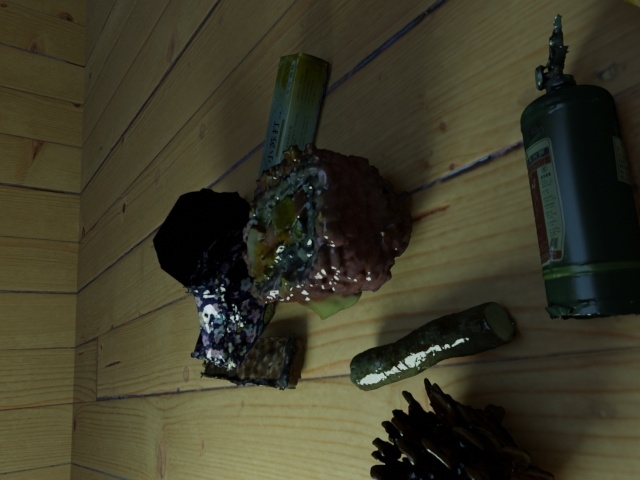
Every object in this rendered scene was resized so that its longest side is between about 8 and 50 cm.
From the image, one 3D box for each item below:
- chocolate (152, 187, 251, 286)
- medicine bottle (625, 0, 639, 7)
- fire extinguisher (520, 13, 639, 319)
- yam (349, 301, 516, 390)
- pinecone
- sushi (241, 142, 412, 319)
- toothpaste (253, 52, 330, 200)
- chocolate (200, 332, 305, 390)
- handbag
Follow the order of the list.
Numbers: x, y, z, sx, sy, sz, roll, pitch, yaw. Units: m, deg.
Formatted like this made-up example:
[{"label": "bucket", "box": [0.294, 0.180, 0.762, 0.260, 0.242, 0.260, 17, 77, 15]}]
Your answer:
[{"label": "chocolate", "box": [-0.208, -0.016, 1.096, 0.224, 0.206, 0.177, -52, 2, 22]}, {"label": "medicine bottle", "box": [0.337, -0.220, 0.304, 0.395, 0.242, 0.243, 54, 127, 30]}, {"label": "fire extinguisher", "box": [0.252, -0.071, 0.502, 0.093, 0.118, 0.295, -7, 77, 16]}, {"label": "yam", "box": [0.133, 0.140, 0.654, 0.252, 0.061, 0.061, -36, 57, 44]}, {"label": "pinecone", "box": [0.132, 0.273, 0.548, 0.213, 0.168, 0.185, -68, 24, 0]}, {"label": "sushi", "box": [0.000, 0.000, 0.762, 0.270, 0.170, 0.237, -30, 62, 50]}, {"label": "toothpaste", "box": [-0.059, -0.185, 0.952, 0.089, 0.070, 0.313, 23, 104, 56]}, {"label": "chocolate", "box": [-0.135, 0.241, 0.995, 0.329, 0.065, 0.103, -14, 55, 50]}, {"label": "handbag", "box": [-0.149, 0.093, 0.909, 0.126, 0.229, 0.208, 11, 113, 13]}]
